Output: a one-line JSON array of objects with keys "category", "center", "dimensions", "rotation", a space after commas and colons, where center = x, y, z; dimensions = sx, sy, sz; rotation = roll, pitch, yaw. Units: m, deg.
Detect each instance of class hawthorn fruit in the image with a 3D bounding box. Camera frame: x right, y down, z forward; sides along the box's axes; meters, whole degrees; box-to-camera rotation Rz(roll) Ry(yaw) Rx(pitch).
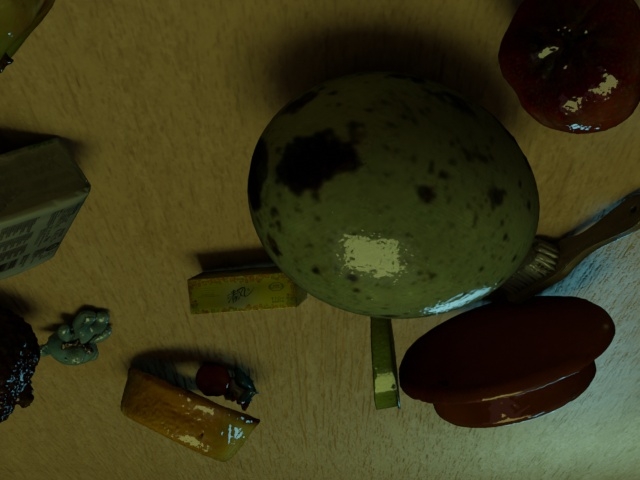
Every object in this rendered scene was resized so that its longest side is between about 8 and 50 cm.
[{"category": "hawthorn fruit", "center": [0.277, -0.186, 1.146], "dimensions": [0.157, 0.157, 0.194], "rotation": [-10, 163, 19]}]

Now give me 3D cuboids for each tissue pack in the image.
[{"category": "tissue pack", "center": [-0.432, -0.051, 1.450], "dimensions": [0.159, 0.145, 0.229], "rotation": [-24, 169, -33]}, {"category": "tissue pack", "center": [-0.117, 0.077, 1.733], "dimensions": [0.176, 0.062, 0.095], "rotation": [-4, -174, 12]}]

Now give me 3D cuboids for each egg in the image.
[{"category": "egg", "center": [0.094, -0.051, 1.264], "dimensions": [0.379, 0.287, 0.287], "rotation": [0, 157, -33]}]

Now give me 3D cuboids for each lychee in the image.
[{"category": "lychee", "center": [-0.617, 0.210, 1.867], "dimensions": [0.271, 0.236, 0.236], "rotation": [36, 140, -22]}]

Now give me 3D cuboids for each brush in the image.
[{"category": "brush", "center": [0.374, 0.009, 1.649], "dimensions": [0.065, 0.070, 0.327], "rotation": [23, 146, -21]}]

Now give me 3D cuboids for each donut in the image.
[{"category": "donut", "center": [-0.275, 0.361, 2.202], "dimensions": [0.303, 0.110, 0.303], "rotation": [23, 170, 4]}]

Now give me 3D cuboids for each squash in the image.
[{"category": "squash", "center": [0.103, 0.174, 1.804], "dimensions": [0.041, 0.219, 0.219], "rotation": [-6, 154, 4]}]

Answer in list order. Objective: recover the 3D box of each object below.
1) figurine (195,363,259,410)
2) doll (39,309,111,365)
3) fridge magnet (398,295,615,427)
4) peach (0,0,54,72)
[{"category": "figurine", "center": [-0.195, 0.294, 2.208], "dimensions": [0.140, 0.068, 0.075], "rotation": [28, 111, -33]}, {"category": "doll", "center": [-0.440, 0.187, 1.978], "dimensions": [0.120, 0.075, 0.180], "rotation": [12, 152, -30]}, {"category": "fridge magnet", "center": [0.305, 0.191, 1.769], "dimensions": [0.363, 0.155, 0.363], "rotation": [-17, -169, 3]}, {"category": "peach", "center": [-0.397, -0.224, 0.905], "dimensions": [0.315, 0.281, 0.314], "rotation": [29, 148, -31]}]
